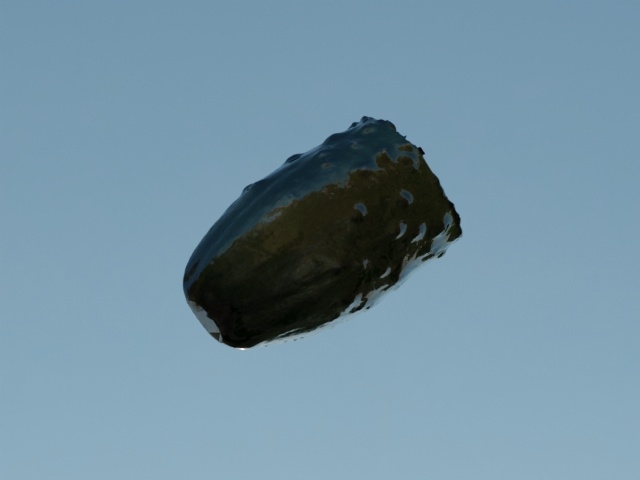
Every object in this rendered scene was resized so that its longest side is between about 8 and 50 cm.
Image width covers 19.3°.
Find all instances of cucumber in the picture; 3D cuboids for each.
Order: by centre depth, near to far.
[{"bbox_3d":[0.000,0.000,0.711,0.067,0.107,0.035,54,-24,-1],"label":"cucumber"}]
